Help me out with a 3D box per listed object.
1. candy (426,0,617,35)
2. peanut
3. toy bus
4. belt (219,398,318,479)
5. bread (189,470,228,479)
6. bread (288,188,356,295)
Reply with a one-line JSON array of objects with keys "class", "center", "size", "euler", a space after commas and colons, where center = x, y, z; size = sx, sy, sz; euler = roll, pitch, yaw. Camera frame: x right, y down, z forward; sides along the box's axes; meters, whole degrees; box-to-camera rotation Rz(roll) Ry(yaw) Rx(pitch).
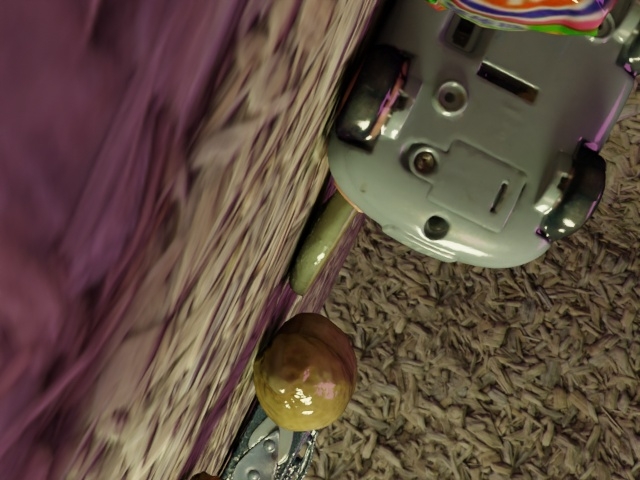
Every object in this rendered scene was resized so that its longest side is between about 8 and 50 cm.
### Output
[{"class": "candy", "center": [0.105, -0.221, 0.448], "size": [0.365, 0.124, 0.124], "euler": [-74, -175, -54]}, {"class": "peanut", "center": [-0.020, 0.161, 0.962], "size": [0.253, 0.122, 0.137], "euler": [-20, 96, -83]}, {"class": "toy bus", "center": [0.121, -0.127, 0.631], "size": [0.287, 0.194, 0.232], "euler": [-65, -171, 0]}, {"class": "belt", "center": [-0.078, 0.345, 1.271], "size": [0.218, 0.129, 0.122], "euler": [-64, 177, 3]}, {"class": "bread", "center": [-0.068, 0.311, 0.716], "size": [0.114, 0.191, 0.132], "euler": [-56, 173, -6]}, {"class": "bread", "center": [-0.001, 0.002, 0.798], "size": [0.112, 0.036, 0.193], "euler": [-58, 178, -22]}]
